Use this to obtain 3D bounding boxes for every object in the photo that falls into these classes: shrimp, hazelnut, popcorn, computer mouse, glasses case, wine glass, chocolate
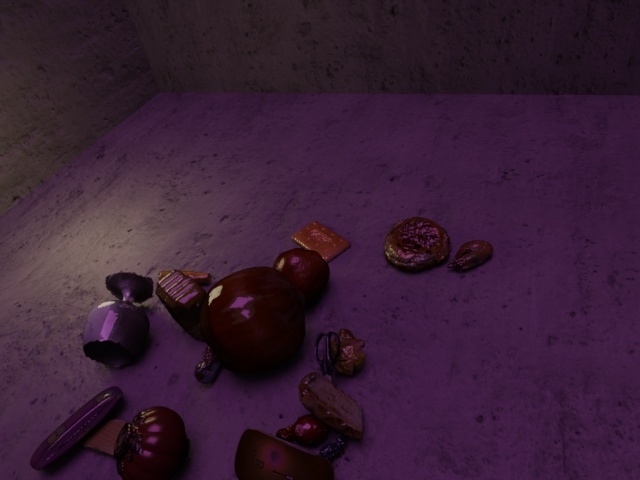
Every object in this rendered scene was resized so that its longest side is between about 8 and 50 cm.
[{"bbox_3d":[0.586,0.060,1.792,0.217,0.051,0.115,-27,37,-16],"label":"shrimp"},{"bbox_3d":[-0.234,0.268,1.543,0.365,0.366,0.366,-7,41,6],"label":"hazelnut"},{"bbox_3d":[0.087,0.374,1.511,0.125,0.126,0.145,11,24,-5],"label":"popcorn"},{"bbox_3d":[-0.110,0.637,1.259,0.310,0.072,0.159,12,82,24],"label":"computer mouse"},{"bbox_3d":[-0.385,0.408,1.616,0.090,0.079,0.233,-35,25,34],"label":"shrimp"},{"bbox_3d":[-0.785,0.601,1.466,0.316,0.076,0.123,-43,15,-30],"label":"glasses case"},{"bbox_3d":[-0.759,0.296,1.714,0.237,0.238,0.323,-6,43,7],"label":"wine glass"},{"bbox_3d":[-0.577,0.162,1.936,0.219,0.086,0.086,-5,42,4],"label":"chocolate"}]

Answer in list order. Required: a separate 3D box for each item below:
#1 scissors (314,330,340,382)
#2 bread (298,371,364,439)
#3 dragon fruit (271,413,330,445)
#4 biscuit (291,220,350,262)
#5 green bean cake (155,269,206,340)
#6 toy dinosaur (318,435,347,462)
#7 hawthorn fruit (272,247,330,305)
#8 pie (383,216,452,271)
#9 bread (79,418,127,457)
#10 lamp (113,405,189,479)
[{"bbox_3d":[0.023,0.441,1.430,0.109,0.022,0.300,-20,62,40],"label":"scissors"},{"bbox_3d":[0.030,0.490,1.338,0.232,0.088,0.128,37,26,-5],"label":"bread"},{"bbox_3d":[-0.063,0.573,1.346,0.190,0.094,0.094,-17,41,6],"label":"dragon fruit"},{"bbox_3d":[0.000,-0.001,2.011,0.160,0.030,0.249,-34,46,-23],"label":"biscuit"},{"bbox_3d":[-0.494,0.247,1.699,0.232,0.236,0.124,27,57,38],"label":"green bean cake"},{"bbox_3d":[0.019,0.616,1.300,0.154,0.055,0.049,-30,48,-22],"label":"toy dinosaur"},{"bbox_3d":[-0.087,0.156,1.737,0.223,0.224,0.261,9,66,22],"label":"hawthorn fruit"},{"bbox_3d":[0.387,0.014,1.862,0.307,0.086,0.308,-6,43,6],"label":"pie"},{"bbox_3d":[-0.668,0.635,1.457,0.192,0.036,0.112,4,41,23],"label":"bread"},{"bbox_3d":[-0.485,0.606,1.321,0.226,0.227,0.227,-7,41,6],"label":"lamp"}]
